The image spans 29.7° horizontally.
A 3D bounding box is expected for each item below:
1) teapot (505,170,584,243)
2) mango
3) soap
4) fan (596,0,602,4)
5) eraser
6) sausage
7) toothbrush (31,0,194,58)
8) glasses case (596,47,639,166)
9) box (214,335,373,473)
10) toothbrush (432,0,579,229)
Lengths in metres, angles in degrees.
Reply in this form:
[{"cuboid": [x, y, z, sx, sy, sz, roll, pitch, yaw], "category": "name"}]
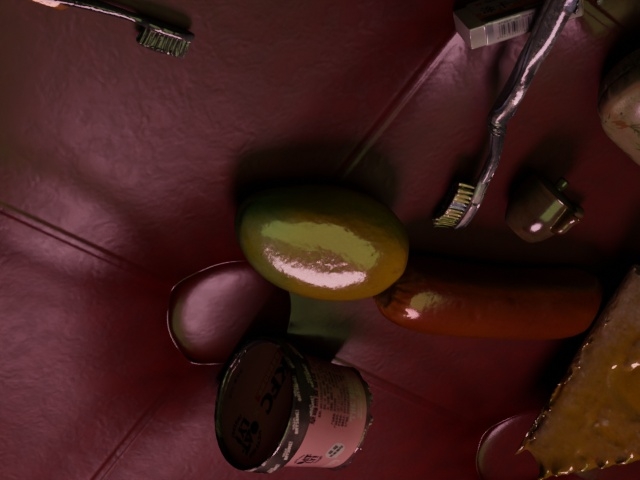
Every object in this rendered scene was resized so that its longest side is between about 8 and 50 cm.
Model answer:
[{"cuboid": [0.264, -0.028, 1.361, 0.080, 0.085, 0.110, -47, 144, 17], "category": "teapot"}, {"cuboid": [0.000, 0.000, 1.278, 0.194, 0.092, 0.130, 21, 116, -24], "category": "mango"}, {"cuboid": [0.436, 0.235, 1.448, 0.169, 0.304, 0.339, -9, 132, -50], "category": "soap"}, {"cuboid": [0.306, -0.302, 1.227, 0.085, 0.005, 0.133, 4, 121, -22], "category": "fan"}, {"cuboid": [0.198, -0.229, 1.212, 0.122, 0.052, 0.029, -17, 125, -6], "category": "eraser"}, {"cuboid": [0.204, 0.072, 1.401, 0.300, 0.083, 0.089, 5, 109, -23], "category": "sausage"}, {"cuboid": [-0.263, -0.221, 1.081, 0.320, 0.023, 0.031, 15, 108, -26], "category": "toothbrush"}, {"cuboid": [0.477, -0.086, 1.361, 0.425, 0.098, 0.156, 33, 134, -33], "category": "glasses case"}, {"cuboid": [-0.026, 0.193, 1.373, 0.135, 0.151, 0.151, 16, 117, -38], "category": "box"}, {"cuboid": [0.201, -0.157, 1.223, 0.042, 0.035, 0.413, 6, 134, -18], "category": "toothbrush"}]
